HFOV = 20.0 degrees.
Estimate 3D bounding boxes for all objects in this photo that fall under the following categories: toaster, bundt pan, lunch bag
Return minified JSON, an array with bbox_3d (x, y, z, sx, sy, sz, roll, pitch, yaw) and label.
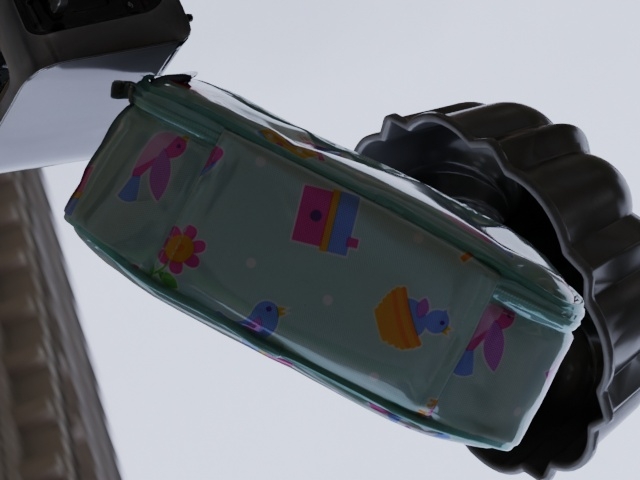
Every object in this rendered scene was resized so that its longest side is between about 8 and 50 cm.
[{"bbox_3d":[-0.177,-0.142,1.099,0.110,0.186,0.168,-13,-108,-33],"label":"toaster"},{"bbox_3d":[0.166,0.028,1.519,0.124,0.331,0.331,-25,-137,-29],"label":"bundt pan"},{"bbox_3d":[0.000,0.000,1.000,0.279,0.108,0.224,28,-172,-2],"label":"lunch bag"}]
